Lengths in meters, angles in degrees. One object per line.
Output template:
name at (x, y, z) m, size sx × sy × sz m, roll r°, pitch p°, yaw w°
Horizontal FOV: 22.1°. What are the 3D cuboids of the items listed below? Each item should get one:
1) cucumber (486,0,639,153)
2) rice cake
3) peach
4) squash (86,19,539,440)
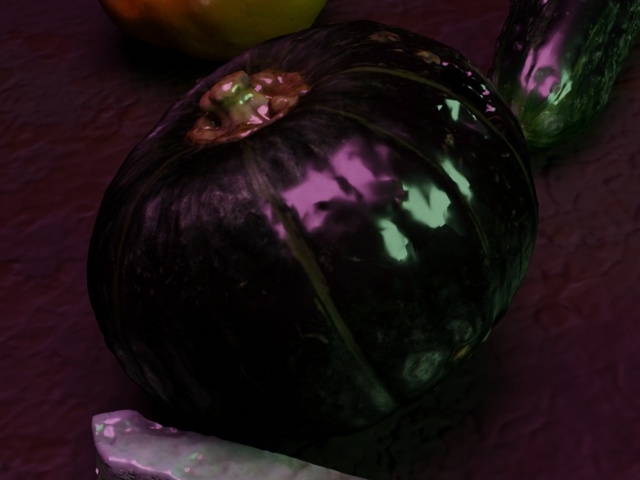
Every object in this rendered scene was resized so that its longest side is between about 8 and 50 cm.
cucumber at (0.139, -0.132, 0.866) m, size 0.074 × 0.074 × 0.241 m, roll 13°, pitch 45°, yaw 17°
rice cake at (0.006, 0.110, 0.619) m, size 0.211 × 0.043 × 0.034 m, roll 14°, pitch 39°, yaw 17°
peach at (-0.053, -0.162, 0.870) m, size 0.138 × 0.138 × 0.138 m, roll -1°, pitch 42°, yaw 1°
squash at (-0.003, -0.005, 0.670) m, size 0.193 × 0.156 × 0.193 m, roll -13°, pitch 50°, yaw 16°
